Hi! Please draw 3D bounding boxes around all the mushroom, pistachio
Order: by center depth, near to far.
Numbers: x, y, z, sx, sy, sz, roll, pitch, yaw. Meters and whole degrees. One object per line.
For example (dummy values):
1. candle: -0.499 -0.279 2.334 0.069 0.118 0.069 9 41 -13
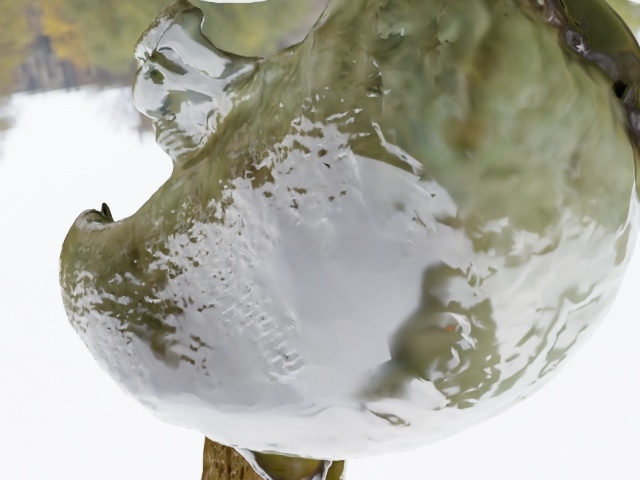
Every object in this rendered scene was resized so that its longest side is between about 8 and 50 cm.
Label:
1. mushroom: -0.001 0.002 0.687 0.344 0.247 0.130 -25 -144 42
2. pistachio: -0.042 0.115 1.151 0.089 0.173 0.049 -30 167 24

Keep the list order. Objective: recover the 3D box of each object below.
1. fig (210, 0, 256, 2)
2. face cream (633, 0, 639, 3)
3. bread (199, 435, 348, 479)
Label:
1. fig: -0.104 -0.329 1.324 0.326 0.258 0.258 -13 -166 -19
2. face cream: 0.006 -0.117 0.393 0.243 0.092 0.058 5 178 -20
3. bread: -0.038 0.249 1.342 0.185 0.109 0.380 -37 -145 44
